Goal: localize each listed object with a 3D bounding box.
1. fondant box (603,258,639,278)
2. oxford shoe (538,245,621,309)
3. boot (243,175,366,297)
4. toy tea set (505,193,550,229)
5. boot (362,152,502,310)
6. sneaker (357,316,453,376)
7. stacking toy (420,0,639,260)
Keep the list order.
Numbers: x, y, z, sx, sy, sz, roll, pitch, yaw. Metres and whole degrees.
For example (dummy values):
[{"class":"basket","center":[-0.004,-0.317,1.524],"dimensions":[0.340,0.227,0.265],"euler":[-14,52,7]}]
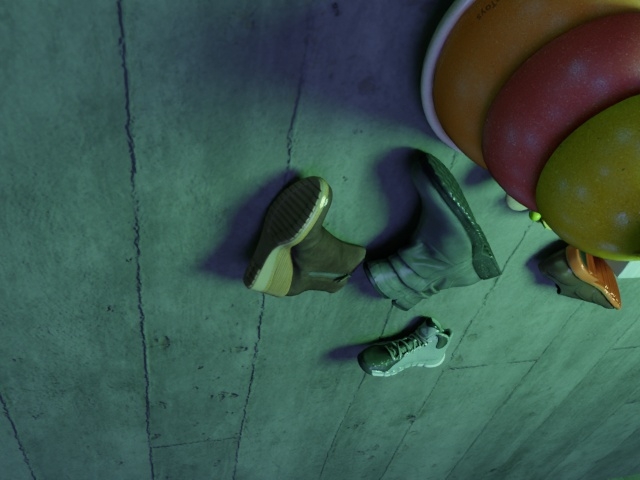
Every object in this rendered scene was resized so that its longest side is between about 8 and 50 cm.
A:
[{"class":"fondant box","center":[0.760,-0.041,1.155],"dimensions":[0.331,0.096,0.238],"euler":[-2,136,-17]},{"class":"oxford shoe","center":[0.562,0.085,1.245],"dimensions":[0.098,0.096,0.271],"euler":[-24,137,38]},{"class":"boot","center":[0.000,0.000,0.985],"dimensions":[0.207,0.090,0.248],"euler":[5,132,-41]},{"class":"toy tea set","center":[0.469,-0.085,0.972],"dimensions":[0.336,0.124,0.199],"euler":[-14,128,-3]},{"class":"boot","center":[0.169,0.014,1.014],"dimensions":[0.223,0.118,0.338],"euler":[-25,134,16]},{"class":"sneaker","center":[0.194,0.220,1.271],"dimensions":[0.229,0.086,0.132],"euler":[-3,132,-30]},{"class":"stacking toy","center":[0.334,-0.092,0.664],"dimensions":[0.351,0.479,0.350],"euler":[-6,141,-5]}]
